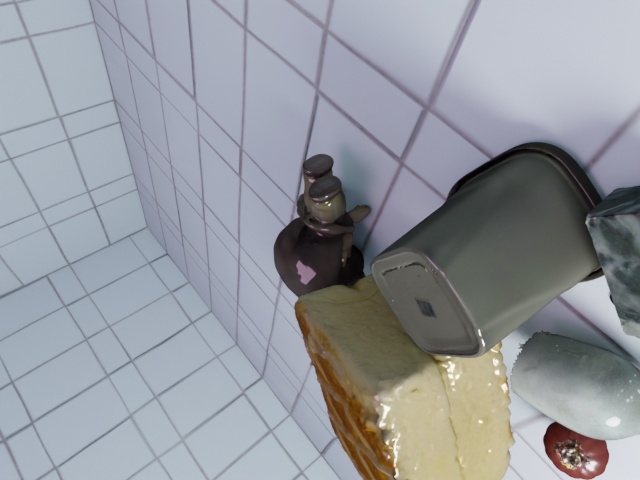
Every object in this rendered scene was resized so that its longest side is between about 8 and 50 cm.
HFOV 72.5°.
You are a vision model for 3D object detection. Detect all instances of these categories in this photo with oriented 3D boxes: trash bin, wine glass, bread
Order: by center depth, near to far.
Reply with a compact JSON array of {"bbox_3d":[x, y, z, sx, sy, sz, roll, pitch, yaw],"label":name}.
[{"bbox_3d":[0.439,0.242,0.608,0.321,0.143,0.143,25,137,44],"label":"wine glass"},{"bbox_3d":[0.228,0.025,0.614,0.219,0.250,0.219,57,157,2],"label":"trash bin"},{"bbox_3d":[0.152,0.278,0.842,0.390,0.280,0.371,39,149,65],"label":"bread"}]

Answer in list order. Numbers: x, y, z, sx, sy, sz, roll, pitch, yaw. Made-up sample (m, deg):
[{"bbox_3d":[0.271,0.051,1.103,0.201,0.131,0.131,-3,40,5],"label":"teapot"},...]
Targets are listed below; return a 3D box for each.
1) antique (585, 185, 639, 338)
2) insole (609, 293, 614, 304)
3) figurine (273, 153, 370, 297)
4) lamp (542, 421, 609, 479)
[{"bbox_3d":[0.401,0.031,0.517,0.086,0.088,0.183,-6,113,59],"label":"antique"},{"bbox_3d":[0.460,0.113,0.591,0.135,0.002,0.045,39,147,31],"label":"insole"},{"bbox_3d":[0.000,-0.001,0.985,0.248,0.203,0.380,43,147,32],"label":"figurine"},{"bbox_3d":[0.446,0.363,0.764,0.101,0.090,0.101,-6,80,39],"label":"lamp"}]
